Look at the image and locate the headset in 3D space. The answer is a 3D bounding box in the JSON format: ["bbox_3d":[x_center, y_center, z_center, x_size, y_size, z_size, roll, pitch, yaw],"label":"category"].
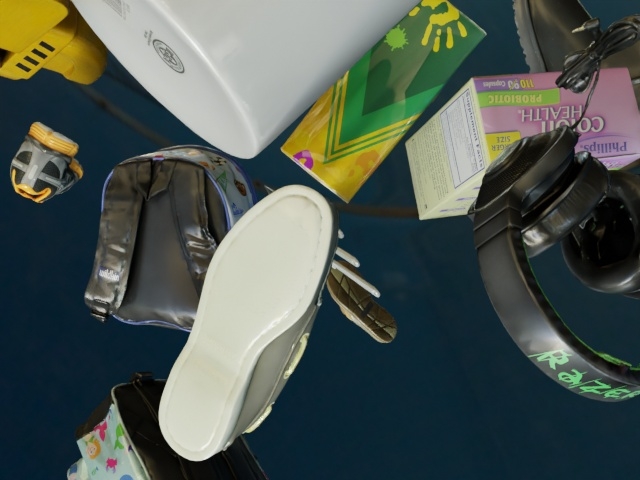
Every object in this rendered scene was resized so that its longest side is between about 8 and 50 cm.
[{"bbox_3d":[0.276,-0.043,0.950,0.185,0.243,0.394,-41,-145,45],"label":"headset"}]

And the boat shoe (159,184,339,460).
[{"bbox_3d":[-0.060,0.078,0.955,0.109,0.091,0.305,35,-70,23],"label":"boat shoe"}]

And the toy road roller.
[{"bbox_3d":[-0.363,-0.331,1.288,0.330,0.241,0.202,-20,-115,46],"label":"toy road roller"}]

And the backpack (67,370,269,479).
[{"bbox_3d":[-0.181,0.315,1.231,0.191,0.225,0.253,-52,-120,20],"label":"backpack"}]

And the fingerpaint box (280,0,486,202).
[{"bbox_3d":[0.125,-0.298,1.812,0.371,0.163,0.445,-50,-175,15],"label":"fingerpaint box"}]

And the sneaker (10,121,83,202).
[{"bbox_3d":[-0.362,-0.088,1.253,0.083,0.084,0.215,-65,-174,-13],"label":"sneaker"}]

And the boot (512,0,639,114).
[{"bbox_3d":[0.564,-0.353,1.585,0.445,0.366,0.146,-14,178,35],"label":"boot"}]

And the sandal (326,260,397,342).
[{"bbox_3d":[0.069,0.119,1.791,0.072,0.180,0.049,-45,-171,-29],"label":"sandal"}]

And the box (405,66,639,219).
[{"bbox_3d":[0.255,-0.121,1.259,0.214,0.117,0.243,-6,169,-16],"label":"box"}]

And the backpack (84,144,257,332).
[{"bbox_3d":[-0.201,-0.010,1.452,0.277,0.263,0.213,3,-158,17],"label":"backpack"}]

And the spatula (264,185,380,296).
[{"bbox_3d":[0.000,0.000,1.513,0.019,0.168,0.242,-38,-149,-11],"label":"spatula"}]

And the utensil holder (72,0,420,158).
[{"bbox_3d":[-0.042,-0.323,1.028,0.385,0.327,0.328,-47,-146,-12],"label":"utensil holder"}]
